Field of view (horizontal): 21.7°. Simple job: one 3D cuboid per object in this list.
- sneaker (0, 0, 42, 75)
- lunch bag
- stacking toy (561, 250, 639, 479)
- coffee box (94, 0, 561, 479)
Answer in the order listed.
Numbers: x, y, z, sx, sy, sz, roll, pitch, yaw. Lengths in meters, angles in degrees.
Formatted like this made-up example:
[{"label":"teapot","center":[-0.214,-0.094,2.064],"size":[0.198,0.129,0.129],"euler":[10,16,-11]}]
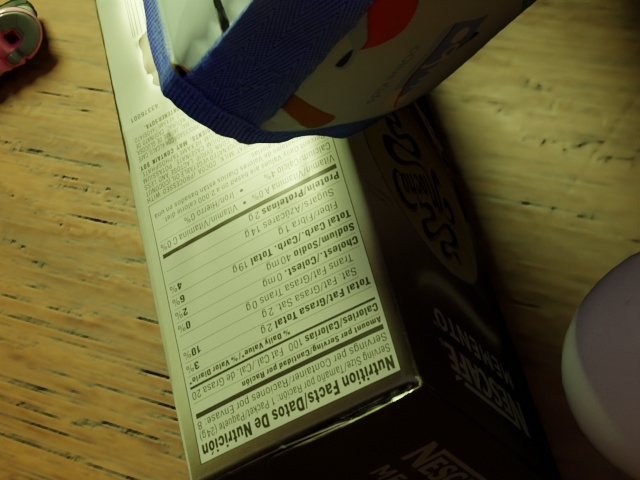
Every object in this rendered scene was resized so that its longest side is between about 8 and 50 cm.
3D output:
[{"label":"sneaker","center":[-0.236,-0.124,1.130],"size":[0.119,0.047,0.057],"euler":[-31,31,13]},{"label":"lunch bag","center":[0.087,-0.246,0.714],"size":[0.328,0.239,0.385],"euler":[-45,11,47]},{"label":"stacking toy","center":[0.287,0.025,0.606],"size":[0.480,0.350,0.350],"euler":[-7,60,48]},{"label":"coffee box","center":[0.000,0.000,0.832],"size":[0.119,0.168,0.297],"euler":[-27,55,17]}]
